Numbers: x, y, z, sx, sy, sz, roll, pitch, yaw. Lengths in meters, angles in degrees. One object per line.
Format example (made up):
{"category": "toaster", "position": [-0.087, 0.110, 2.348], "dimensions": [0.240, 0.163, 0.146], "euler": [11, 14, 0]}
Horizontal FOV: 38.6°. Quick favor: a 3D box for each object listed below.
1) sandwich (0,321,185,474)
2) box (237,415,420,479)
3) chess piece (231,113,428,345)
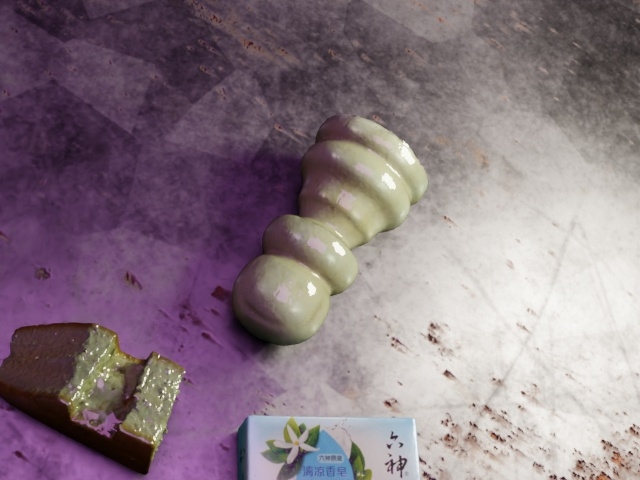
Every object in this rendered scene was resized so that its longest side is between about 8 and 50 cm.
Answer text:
{"category": "sandwich", "position": [-0.294, 0.182, 1.138], "dimensions": [0.235, 0.128, 0.122], "euler": [25, 54, -3]}
{"category": "box", "position": [0.010, 0.306, 1.184], "dimensions": [0.232, 0.083, 0.142], "euler": [3, 64, -12]}
{"category": "chess piece", "position": [0.000, 0.000, 1.289], "dimensions": [0.182, 0.182, 0.330], "euler": [33, 68, 1]}
